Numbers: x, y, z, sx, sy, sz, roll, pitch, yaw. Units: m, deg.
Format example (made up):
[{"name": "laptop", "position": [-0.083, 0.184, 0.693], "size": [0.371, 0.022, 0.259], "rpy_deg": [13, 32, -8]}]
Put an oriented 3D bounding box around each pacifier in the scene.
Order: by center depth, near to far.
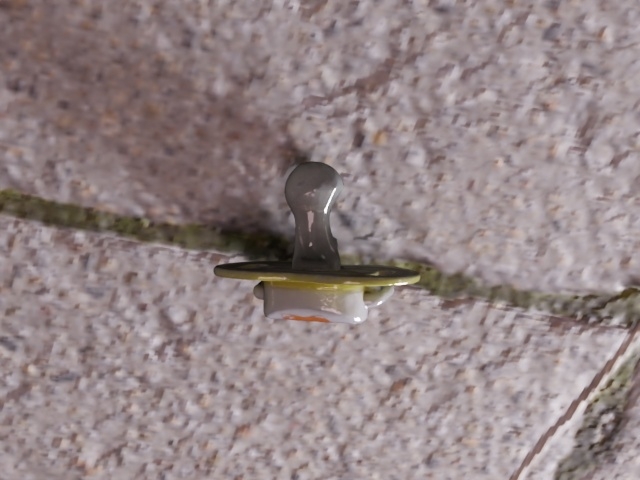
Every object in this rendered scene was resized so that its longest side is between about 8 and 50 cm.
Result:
[{"name": "pacifier", "position": [0.000, 0.000, 0.717], "size": [0.083, 0.068, 0.064], "rpy_deg": [3, 97, 17]}]
